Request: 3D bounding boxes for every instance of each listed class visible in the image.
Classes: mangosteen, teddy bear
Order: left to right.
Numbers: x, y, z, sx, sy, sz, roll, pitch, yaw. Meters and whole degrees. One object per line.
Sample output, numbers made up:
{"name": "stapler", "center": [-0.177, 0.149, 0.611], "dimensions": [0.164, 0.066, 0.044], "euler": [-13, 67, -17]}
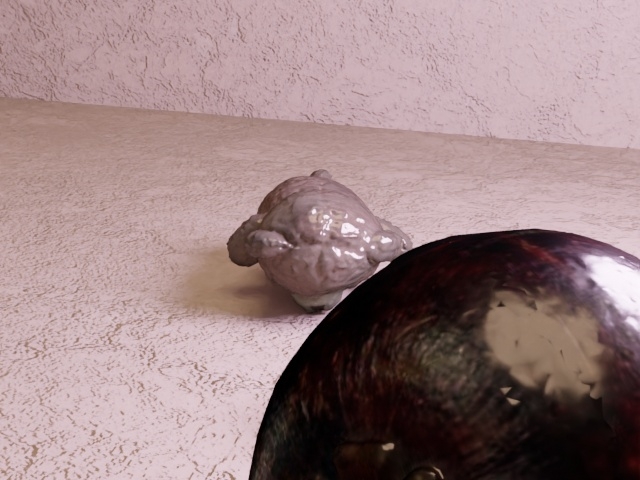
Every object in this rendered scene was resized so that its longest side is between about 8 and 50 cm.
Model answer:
{"name": "teddy bear", "center": [0.000, -0.001, 1.297], "dimensions": [0.236, 0.151, 0.267], "euler": [-1, 17, -7]}
{"name": "mangosteen", "center": [0.112, 0.151, 0.584], "dimensions": [0.330, 0.330, 0.330], "euler": [3, 18, -1]}
